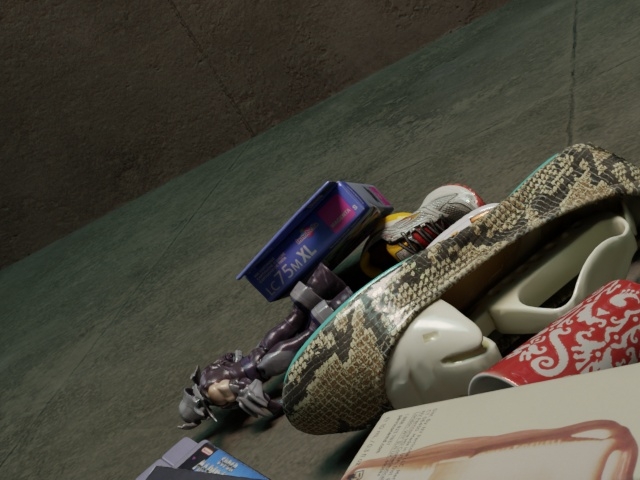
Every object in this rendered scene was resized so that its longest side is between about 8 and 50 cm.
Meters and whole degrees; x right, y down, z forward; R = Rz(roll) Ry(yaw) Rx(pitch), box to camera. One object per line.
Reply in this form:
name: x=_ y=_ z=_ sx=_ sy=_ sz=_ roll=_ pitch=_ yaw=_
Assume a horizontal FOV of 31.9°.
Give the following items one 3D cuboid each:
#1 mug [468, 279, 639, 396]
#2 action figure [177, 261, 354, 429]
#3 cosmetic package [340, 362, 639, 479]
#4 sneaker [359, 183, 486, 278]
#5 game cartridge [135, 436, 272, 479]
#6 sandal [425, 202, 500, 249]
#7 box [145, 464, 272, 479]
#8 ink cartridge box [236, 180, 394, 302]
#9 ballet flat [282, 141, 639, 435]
mug: x=0.239 y=0.129 z=0.972 sx=0.169 sy=0.150 sz=0.113 roll=-35 pitch=-21 yaw=-26
action figure: x=-0.069 y=0.157 z=1.441 sx=0.285 sy=0.099 sz=0.185 roll=-36 pitch=23 yaw=-2
cosmetic package: x=0.167 y=0.191 z=0.782 sx=0.296 sy=0.153 sz=0.129 roll=-21 pitch=20 yaw=40
sneaker: x=0.144 y=-0.002 z=1.551 sx=0.225 sy=0.088 sz=0.093 roll=-30 pitch=17 yaw=43
game cartridge: x=-0.130 y=0.295 z=1.005 sx=0.230 sy=0.068 sz=0.355 roll=-44 pitch=21 yaw=-18
sandal: x=0.141 y=0.065 z=1.328 sx=0.265 sy=0.102 sz=0.076 roll=-37 pitch=15 yaw=14
box: x=-0.092 y=0.259 z=0.825 sx=0.158 sy=0.093 sz=0.156 roll=-2 pitch=38 yaw=40
ink cartridge box: x=0.000 y=0.000 z=1.578 sx=0.186 sy=0.065 sz=0.311 roll=-45 pitch=-10 yaw=10
ballet flat: x=0.183 y=0.062 z=1.175 sx=0.482 sy=0.164 sz=0.182 roll=-35 pitch=36 yaw=-18
